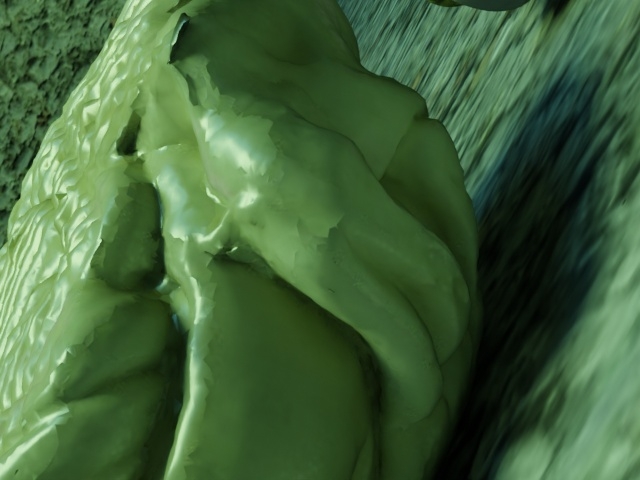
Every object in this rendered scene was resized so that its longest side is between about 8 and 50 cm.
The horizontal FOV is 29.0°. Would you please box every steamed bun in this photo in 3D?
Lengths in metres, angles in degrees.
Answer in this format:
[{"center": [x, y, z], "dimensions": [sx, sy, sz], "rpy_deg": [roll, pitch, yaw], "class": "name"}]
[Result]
[{"center": [-0.039, 0.042, 0.550], "dimensions": [0.320, 0.206, 0.275], "rpy_deg": [-64, 23, -5], "class": "steamed bun"}]

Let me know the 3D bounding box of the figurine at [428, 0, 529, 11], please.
[{"center": [0.104, -0.217, 0.668], "dimensions": [0.208, 0.128, 0.184], "rpy_deg": [-47, 21, 54], "class": "figurine"}]
